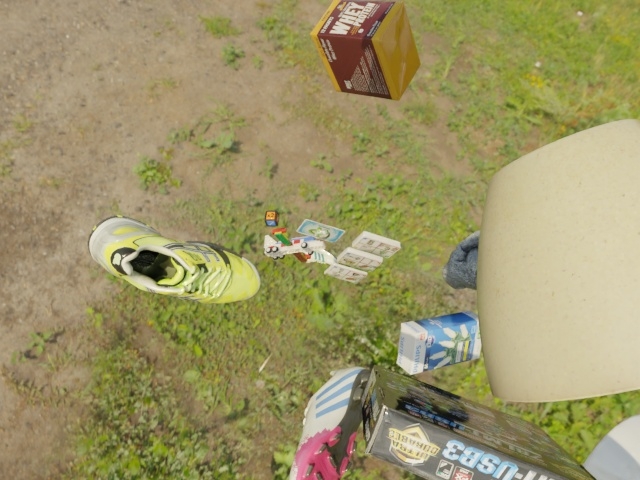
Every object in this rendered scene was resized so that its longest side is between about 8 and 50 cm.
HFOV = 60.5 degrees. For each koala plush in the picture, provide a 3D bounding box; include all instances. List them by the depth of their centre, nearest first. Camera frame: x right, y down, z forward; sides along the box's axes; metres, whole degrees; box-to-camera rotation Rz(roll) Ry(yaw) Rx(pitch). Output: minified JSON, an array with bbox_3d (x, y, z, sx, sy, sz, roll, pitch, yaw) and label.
[{"bbox_3d":[0.537,0.114,1.798,0.203,0.196,0.221,-29,40,-18],"label":"koala plush"}]

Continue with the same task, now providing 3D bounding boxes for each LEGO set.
[{"bbox_3d":[0.000,0.000,1.023,0.244,0.182,0.060,16,59,-17],"label":"LEGO set"}]

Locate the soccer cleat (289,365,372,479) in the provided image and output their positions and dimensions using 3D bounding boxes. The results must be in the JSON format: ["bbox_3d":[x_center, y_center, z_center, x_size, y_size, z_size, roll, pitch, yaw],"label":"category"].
[{"bbox_3d":[0.011,0.409,1.182,0.331,0.143,0.116,-49,120,-41],"label":"soccer cleat"}]

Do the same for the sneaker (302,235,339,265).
[{"bbox_3d":[-0.014,0.056,1.873,0.161,0.057,0.075,38,83,-13],"label":"sneaker"}]

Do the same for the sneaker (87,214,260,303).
[{"bbox_3d":[-0.280,0.073,1.134,0.384,0.145,0.147,18,12,-40],"label":"sneaker"}]

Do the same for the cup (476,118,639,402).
[{"bbox_3d":[0.310,0.010,0.609,0.331,0.331,0.237,-12,78,-30],"label":"cup"}]

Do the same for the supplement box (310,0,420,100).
[{"bbox_3d":[0.114,-0.468,1.347,0.194,0.191,0.129,18,67,33],"label":"supplement box"}]

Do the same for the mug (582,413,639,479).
[{"bbox_3d":[0.658,0.571,1.002,0.276,0.374,0.328,13,14,-35],"label":"mug"}]

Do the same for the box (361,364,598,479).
[{"bbox_3d":[0.206,0.278,0.771,0.295,0.073,0.293,20,0,4],"label":"box"}]

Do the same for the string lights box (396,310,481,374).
[{"bbox_3d":[0.355,0.297,1.618,0.259,0.133,0.077,-6,20,-27],"label":"string lights box"}]
